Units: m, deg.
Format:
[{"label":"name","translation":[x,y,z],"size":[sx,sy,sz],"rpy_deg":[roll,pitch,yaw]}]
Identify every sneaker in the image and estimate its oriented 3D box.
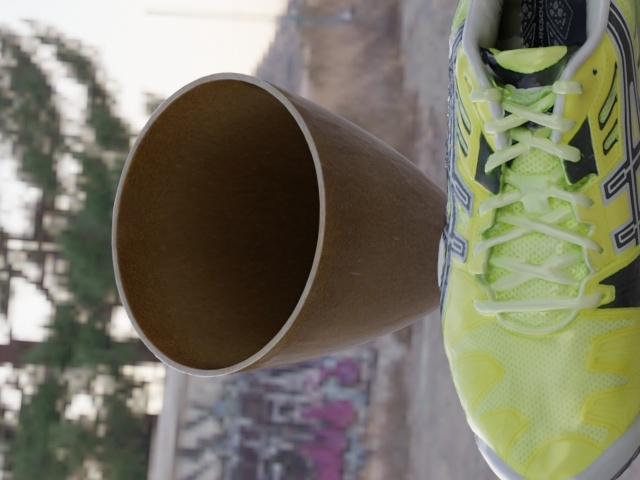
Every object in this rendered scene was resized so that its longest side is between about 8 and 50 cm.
[{"label":"sneaker","translation":[0.123,-0.039,1.032],"size":[0.147,0.145,0.384],"rpy_deg":[31,-124,-65]}]

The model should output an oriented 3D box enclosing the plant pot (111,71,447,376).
[{"label":"plant pot","translation":[0.000,0.000,1.434],"size":[0.254,0.237,0.237],"rpy_deg":[9,-97,-47]}]
